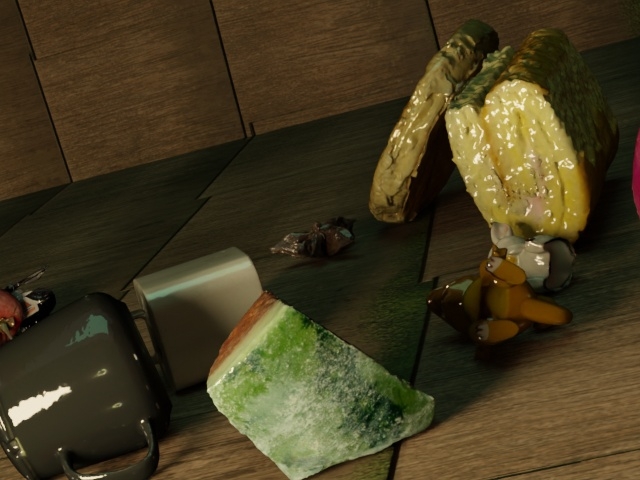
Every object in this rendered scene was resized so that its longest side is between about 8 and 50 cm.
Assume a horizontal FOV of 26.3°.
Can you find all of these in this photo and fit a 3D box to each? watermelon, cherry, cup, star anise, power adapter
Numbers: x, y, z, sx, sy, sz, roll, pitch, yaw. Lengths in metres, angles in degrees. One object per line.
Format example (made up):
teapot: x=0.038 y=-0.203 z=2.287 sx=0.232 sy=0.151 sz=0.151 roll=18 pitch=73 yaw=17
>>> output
watermelon: x=-0.017 y=0.123 z=1.322 sx=0.140 sy=0.193 sz=0.257 roll=-47 pitch=18 yaw=2
cherry: x=-0.494 y=0.122 z=2.000 sx=0.126 sy=0.087 sz=0.106 roll=-18 pitch=24 yaw=21
cup: x=-0.245 y=0.169 z=1.396 sx=0.176 sy=0.169 sz=0.223 roll=-22 pitch=44 yaw=-9
star anise: x=-0.011 y=0.002 z=2.001 sx=0.129 sy=0.056 sz=0.124 roll=-14 pitch=14 yaw=6
power adapter: x=-0.168 y=0.101 z=1.607 sx=0.204 sy=0.130 sz=0.125 roll=-17 pitch=13 yaw=-12

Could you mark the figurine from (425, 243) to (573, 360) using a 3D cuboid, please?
figurine: x=0.191 y=0.070 z=1.440 sx=0.122 sy=0.121 sz=0.176 roll=10 pitch=-5 yaw=-17

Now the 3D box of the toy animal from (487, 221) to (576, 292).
toy animal: x=0.235 y=0.021 z=1.595 sx=0.085 sy=0.071 sz=0.124 roll=-27 pitch=17 yaw=-37

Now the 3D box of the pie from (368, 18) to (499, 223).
pie: x=0.171 y=-0.171 z=2.041 sx=0.083 sy=0.339 sz=0.339 roll=27 pitch=25 yaw=10

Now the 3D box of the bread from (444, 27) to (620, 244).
bread: x=0.292 y=-0.135 z=1.828 sx=0.165 sy=0.237 sz=0.375 roll=-23 pitch=12 yaw=23

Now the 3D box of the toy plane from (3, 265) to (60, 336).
toy plane: x=-0.460 y=0.105 z=2.071 sx=0.197 sy=0.078 sz=0.053 roll=-25 pitch=8 yaw=36

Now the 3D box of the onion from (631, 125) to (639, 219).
onion: x=0.447 y=-0.104 z=1.232 sx=0.347 sy=0.348 sz=0.385 roll=-13 pitch=36 yaw=12
